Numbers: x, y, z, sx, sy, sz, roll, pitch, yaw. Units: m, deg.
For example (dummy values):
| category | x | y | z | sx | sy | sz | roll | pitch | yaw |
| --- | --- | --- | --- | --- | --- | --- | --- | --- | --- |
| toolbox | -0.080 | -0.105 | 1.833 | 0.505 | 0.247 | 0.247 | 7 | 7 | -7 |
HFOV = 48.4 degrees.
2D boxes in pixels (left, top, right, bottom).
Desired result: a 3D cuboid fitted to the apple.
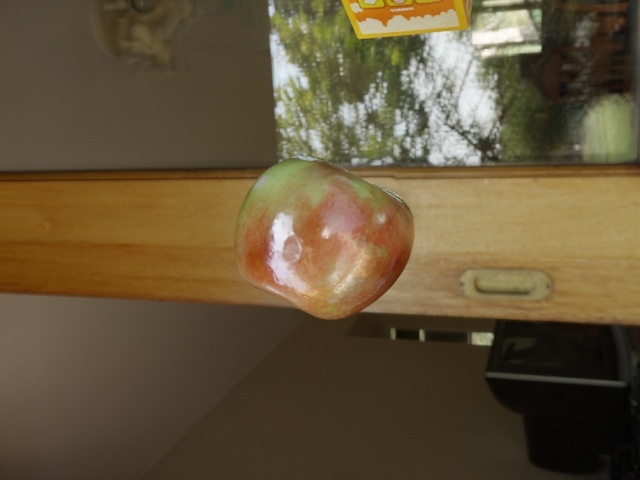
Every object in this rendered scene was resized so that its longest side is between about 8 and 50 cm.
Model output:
| category | x | y | z | sx | sy | sz | roll | pitch | yaw |
| --- | --- | --- | --- | --- | --- | --- | --- | --- | --- |
| apple | 0.000 | 0.000 | 1.305 | 0.277 | 0.319 | 0.319 | -64 | -18 | 5 |

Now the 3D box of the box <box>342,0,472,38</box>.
| category | x | y | z | sx | sy | sz | roll | pitch | yaw |
| --- | --- | --- | --- | --- | --- | --- | --- | --- | --- |
| box | 0.194 | -0.620 | 1.533 | 0.214 | 0.260 | 0.283 | 50 | -133 | -57 |
